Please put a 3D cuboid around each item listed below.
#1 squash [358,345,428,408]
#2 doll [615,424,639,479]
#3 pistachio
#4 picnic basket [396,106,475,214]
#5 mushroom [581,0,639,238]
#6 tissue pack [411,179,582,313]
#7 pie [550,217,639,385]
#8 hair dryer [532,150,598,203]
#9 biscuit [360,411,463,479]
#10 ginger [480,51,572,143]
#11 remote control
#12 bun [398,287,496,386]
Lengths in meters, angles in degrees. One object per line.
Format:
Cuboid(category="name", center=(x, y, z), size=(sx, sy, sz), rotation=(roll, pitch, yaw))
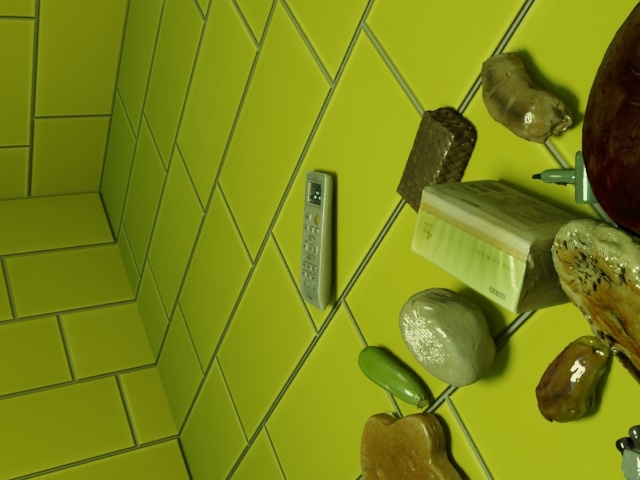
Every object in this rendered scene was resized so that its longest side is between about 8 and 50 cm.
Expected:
Cuboid(category="squash", center=(0.144, 0.274, 1.405), size=(0.201, 0.066, 0.066), rotation=(34, 126, 49))
Cuboid(category="doll", center=(0.452, 0.349, 0.833), size=(0.195, 0.153, 0.258), rotation=(116, 156, -71))
Cuboid(category="pistachio", center=(0.362, 0.212, 1.023), size=(0.089, 0.049, 0.173), rotation=(56, 142, 36))
Cuboid(category="picnic basket", center=(0.196, -0.133, 1.224), size=(0.110, 0.055, 0.193), rotation=(53, 138, 40))
Cuboid(category="mushroom", center=(0.408, -0.152, 0.699), size=(0.345, 0.239, 0.345), rotation=(-16, 67, 41))
Cuboid(category="tissue pack", center=(0.267, 0.000, 1.024), size=(0.234, 0.159, 0.125), rotation=(36, 126, 51))
Cuboid(category="pie", center=(0.368, 0.090, 0.810), size=(0.274, 0.055, 0.274), rotation=(57, 176, 5))
Cuboid(category="hair dryer", center=(0.349, -0.091, 0.993), size=(0.150, 0.047, 0.071), rotation=(-164, 71, -69))
Cuboid(category="biscuit", center=(0.190, 0.458, 1.373), size=(0.344, 0.057, 0.287), rotation=(29, 122, 55))
Cuboid(category="ginger", center=(0.290, -0.209, 1.028), size=(0.095, 0.069, 0.190), rotation=(-52, 48, 20))
Cuboid(category="remote control", center=(0.000, 0.000, 1.604), size=(0.109, 0.055, 0.313), rotation=(-156, 67, -64))
Cuboid(category="bun", center=(0.221, 0.154, 1.189), size=(0.173, 0.113, 0.166), rotation=(59, 156, -7))
